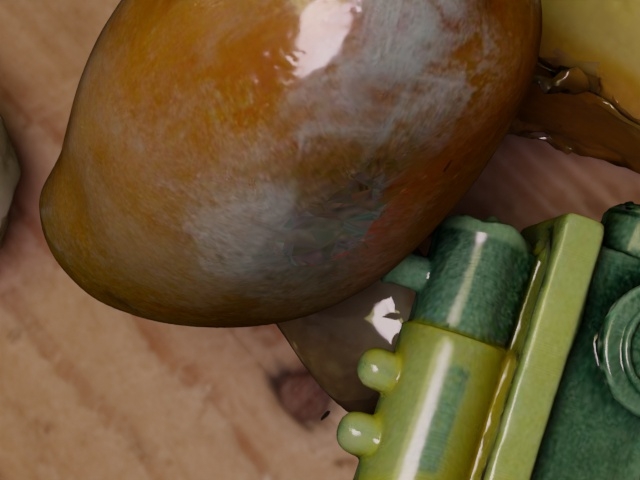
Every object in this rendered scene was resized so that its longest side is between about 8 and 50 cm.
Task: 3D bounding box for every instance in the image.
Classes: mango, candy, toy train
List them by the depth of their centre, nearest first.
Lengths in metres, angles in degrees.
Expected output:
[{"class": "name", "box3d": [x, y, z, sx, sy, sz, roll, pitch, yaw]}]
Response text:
[{"class": "mango", "box3d": [-0.034, -0.062, 0.955, 0.384, 0.221, 0.199, -33, 54, 41]}, {"class": "toy train", "box3d": [0.096, 0.138, 1.012, 0.237, 0.150, 0.369, 19, 83, -7]}, {"class": "candy", "box3d": [0.000, 0.000, 1.132, 0.104, 0.102, 0.234, -35, 78, 11]}]

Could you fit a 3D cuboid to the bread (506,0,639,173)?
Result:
[{"class": "bread", "box3d": [0.155, -0.195, 1.041, 0.315, 0.279, 0.248, 17, 75, 35]}]

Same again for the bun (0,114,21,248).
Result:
[{"class": "bun", "box3d": [-0.315, -0.056, 1.264, 0.231, 0.133, 0.231, 7, 107, 25]}]
